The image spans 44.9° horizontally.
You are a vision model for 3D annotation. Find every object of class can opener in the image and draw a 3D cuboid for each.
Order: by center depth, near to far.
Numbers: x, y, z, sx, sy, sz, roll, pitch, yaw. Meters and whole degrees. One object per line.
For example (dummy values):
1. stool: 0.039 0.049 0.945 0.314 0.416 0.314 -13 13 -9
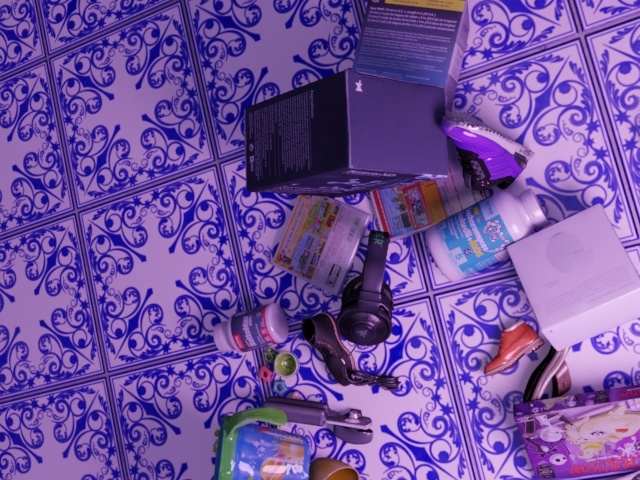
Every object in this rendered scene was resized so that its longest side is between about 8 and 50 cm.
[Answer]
1. can opener: -0.008 0.460 1.950 0.284 0.076 0.095 5 100 12

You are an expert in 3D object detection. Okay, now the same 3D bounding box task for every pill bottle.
1. pill bottle: 0.388 -0.020 1.796 0.264 0.146 0.146 -29 77 18
2. pill bottle: -0.186 0.237 2.037 0.180 0.108 0.107 -18 80 21

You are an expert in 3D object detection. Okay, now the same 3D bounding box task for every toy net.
1. toy net: -0.115 0.402 2.032 0.122 0.045 0.232 5 89 22

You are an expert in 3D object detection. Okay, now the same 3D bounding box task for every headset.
1. headset: 0.137 0.173 1.860 0.185 0.243 0.394 11 107 3

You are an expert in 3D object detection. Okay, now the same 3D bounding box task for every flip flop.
1. flip flop: 0.537 0.299 1.750 0.080 0.112 0.277 29 93 6

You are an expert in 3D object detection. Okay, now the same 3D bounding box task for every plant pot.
1. plant pot: 0.017 0.597 1.934 0.095 0.134 0.134 33 101 49

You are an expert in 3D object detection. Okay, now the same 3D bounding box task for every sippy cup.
1. sippy cup: -0.145 0.561 1.922 0.224 0.305 0.240 7 63 -8

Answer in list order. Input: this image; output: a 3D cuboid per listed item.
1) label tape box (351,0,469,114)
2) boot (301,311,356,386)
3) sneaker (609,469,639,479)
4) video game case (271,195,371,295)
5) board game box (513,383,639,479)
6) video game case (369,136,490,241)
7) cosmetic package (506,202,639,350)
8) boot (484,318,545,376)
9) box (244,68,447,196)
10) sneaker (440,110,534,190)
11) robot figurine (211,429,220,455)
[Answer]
1. label tape box: 0.229 -0.493 1.908 0.249 0.115 0.347 13 90 22
2. boot: 0.012 0.279 1.937 0.077 0.137 0.197 -31 77 18
3. sneaker: 0.678 0.557 1.673 0.300 0.121 0.111 -9 62 4
4. video game case: 0.000 0.000 2.019 0.206 0.026 0.227 24 97 21
5. board game box: 0.615 0.416 1.676 0.347 0.056 0.208 -15 121 21
6. video game case: 0.264 -0.131 1.918 0.285 0.025 0.204 -19 81 20
7. cosmetic package: 0.559 0.083 1.672 0.224 0.138 0.224 -27 50 18
8. boot: 0.436 0.254 1.813 0.158 0.059 0.084 -38 71 7
9. box: 0.051 -0.229 1.786 0.395 0.294 0.211 -8 83 52
10. sneaker: 0.361 -0.184 1.750 0.146 0.293 0.102 -60 41 15
11. robot figurine: -0.240 0.539 2.063 0.101 0.067 0.115 42 103 6
